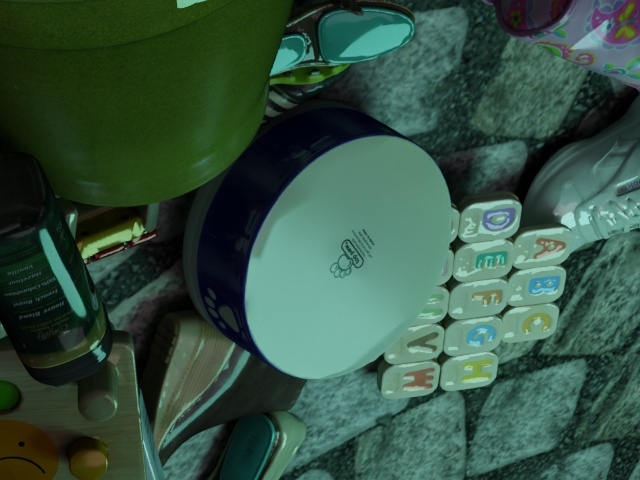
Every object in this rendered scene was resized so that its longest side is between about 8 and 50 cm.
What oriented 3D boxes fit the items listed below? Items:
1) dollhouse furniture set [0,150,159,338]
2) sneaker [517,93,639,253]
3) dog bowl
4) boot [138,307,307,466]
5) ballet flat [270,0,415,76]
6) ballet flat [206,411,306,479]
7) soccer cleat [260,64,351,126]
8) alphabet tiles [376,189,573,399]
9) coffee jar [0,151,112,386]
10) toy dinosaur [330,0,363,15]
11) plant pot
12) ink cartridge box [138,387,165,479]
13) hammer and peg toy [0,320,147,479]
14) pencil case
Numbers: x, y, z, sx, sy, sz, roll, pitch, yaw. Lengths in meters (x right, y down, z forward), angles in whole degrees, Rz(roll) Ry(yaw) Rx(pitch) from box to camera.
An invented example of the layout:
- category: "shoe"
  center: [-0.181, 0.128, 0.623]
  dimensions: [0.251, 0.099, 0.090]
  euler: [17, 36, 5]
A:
- category: "dollhouse furniture set"
  center: [-0.343, 0.010, 1.602]
  dimensions: [0.374, 0.201, 0.152]
  euler: [-22, 137, -32]
- category: "sneaker"
  center: [0.347, -0.063, 2.125]
  dimensions: [0.305, 0.152, 0.114]
  euler: [-40, 143, 1]
- category: "dog bowl"
  center: [0.000, 0.000, 1.889]
  dimensions: [0.265, 0.104, 0.265]
  euler: [-19, 122, -32]
- category: "boot"
  center: [-0.111, 0.180, 2.019]
  dimensions: [0.207, 0.090, 0.248]
  euler: [7, 117, -40]
- category: "ballet flat"
  center: [-0.015, -0.195, 1.767]
  dimensions: [0.206, 0.067, 0.073]
  euler: [-12, 129, -19]
- category: "ballet flat"
  center: [-0.094, 0.289, 2.151]
  dimensions: [0.086, 0.086, 0.248]
  euler: [15, 114, -46]
- category: "soccer cleat"
  center: [-0.053, -0.139, 1.810]
  dimensions: [0.179, 0.060, 0.072]
  euler: [-24, 153, -17]
- category: "alphabet tiles"
  center: [0.140, 0.065, 2.111]
  dimensions: [0.278, 0.021, 0.284]
  euler: [-7, 131, -12]
- category: "coffee jar"
  center: [-0.222, 0.026, 1.485]
  dimensions: [0.079, 0.096, 0.184]
  euler: [-21, 134, -3]
- category: "toy dinosaur"
  center: [0.003, -0.302, 1.679]
  dimensions: [0.313, 0.121, 0.160]
  euler: [28, 90, -38]
- category: "plant pot"
  center: [-0.164, -0.213, 1.449]
  dimensions: [0.366, 0.366, 0.353]
  euler: [-29, 150, -15]
- category: "ink cartridge box"
  center: [-0.267, 0.259, 1.933]
  dimensions: [0.224, 0.045, 0.223]
  euler: [-8, 122, 5]
- category: "hammer and peg toy"
  center: [-0.344, 0.209, 1.784]
  dimensions: [0.361, 0.127, 0.266]
  euler: [-5, 122, -4]
- category: "pencil case"
  center: [0.293, -0.229, 1.961]
  dimensions: [0.284, 0.124, 0.124]
  euler: [15, 115, -45]
